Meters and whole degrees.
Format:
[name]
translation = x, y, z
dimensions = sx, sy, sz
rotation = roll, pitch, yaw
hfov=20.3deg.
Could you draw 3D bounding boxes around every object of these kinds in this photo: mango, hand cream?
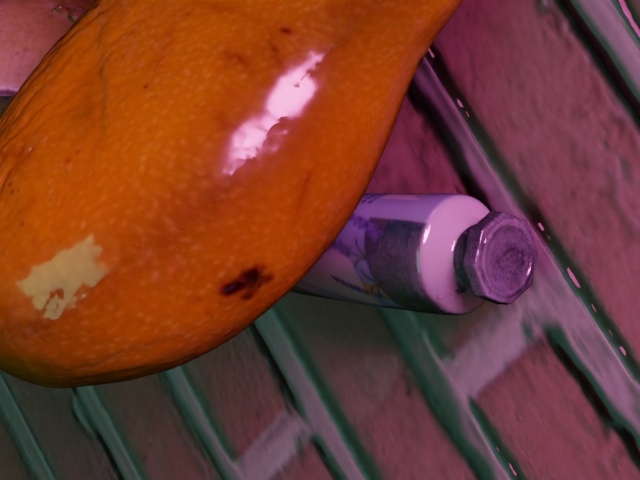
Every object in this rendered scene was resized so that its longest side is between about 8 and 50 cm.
[mango]
translation = -0.047, -0.052, 0.803
dimensions = 0.295, 0.120, 0.177
rotation = -41, 46, 4
[hand cream]
translation = 0.000, 0.000, 0.873
dimensions = 0.256, 0.088, 0.055
rotation = 7, 69, 49

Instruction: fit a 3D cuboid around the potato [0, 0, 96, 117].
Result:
[potato]
translation = -0.156, -0.076, 0.979
dimensions = 0.202, 0.182, 0.117
rotation = 81, -173, -65
